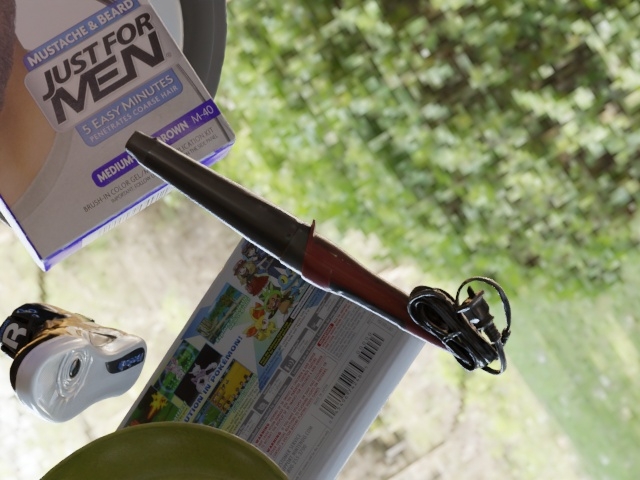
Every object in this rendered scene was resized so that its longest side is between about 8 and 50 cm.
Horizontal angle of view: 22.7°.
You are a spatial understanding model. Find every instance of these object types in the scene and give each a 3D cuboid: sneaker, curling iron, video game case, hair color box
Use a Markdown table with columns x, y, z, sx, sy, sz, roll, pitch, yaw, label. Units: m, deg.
| x | y | z | sx | sy | sz | roll | pitch | yaw | label |
| --- | --- | --- | --- | --- | --- | --- | --- | --- | --- |
| -0.255 | 0.105 | 1.443 | 0.121 | 0.079 | 0.217 | 20 | -175 | 17 | sneaker |
| 0.000 | 0.000 | 0.978 | 0.274 | 0.035 | 0.068 | 30 | 139 | 13 | curling iron |
| -0.073 | 0.176 | 1.718 | 0.036 | 0.329 | 0.300 | 34 | 179 | -43 | video game case |
| -0.237 | -0.167 | 1.276 | 0.339 | 0.185 | 0.110 | 56 | 169 | 0 | hair color box |

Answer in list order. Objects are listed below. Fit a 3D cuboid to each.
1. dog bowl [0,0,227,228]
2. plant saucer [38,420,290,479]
| x | y | z | sx | sy | sz | roll | pitch | yaw | label |
| --- | --- | --- | --- | --- | --- | --- | --- | --- | --- |
| -0.244 | -0.178 | 1.545 | 0.102 | 0.349 | 0.349 | 24 | 156 | 33 | dog bowl |
| -0.094 | 0.222 | 0.894 | 0.241 | 0.241 | 0.037 | 54 | -172 | 34 | plant saucer |
